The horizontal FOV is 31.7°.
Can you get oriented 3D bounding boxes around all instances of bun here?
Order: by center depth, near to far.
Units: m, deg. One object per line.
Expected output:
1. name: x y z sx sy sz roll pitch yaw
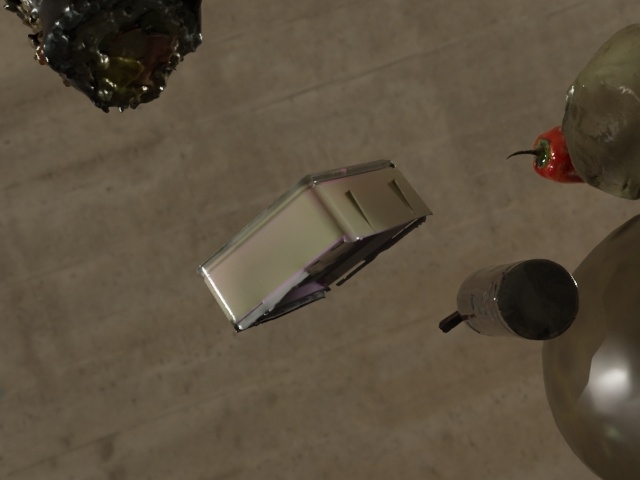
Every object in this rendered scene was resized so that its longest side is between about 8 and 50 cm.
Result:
1. bun: 0.289 -0.124 1.069 0.113 0.173 0.166 15 21 8

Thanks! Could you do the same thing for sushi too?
1. sushi: -0.293 -0.309 1.502 0.225 0.238 0.219 -30 42 -17

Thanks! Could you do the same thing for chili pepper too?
1. chili pepper: 0.361 -0.128 1.689 0.192 0.086 0.084 -3 -11 -22

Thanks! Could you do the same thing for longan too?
1. longan: 0.461 0.147 1.467 0.336 0.404 0.404 13 8 13

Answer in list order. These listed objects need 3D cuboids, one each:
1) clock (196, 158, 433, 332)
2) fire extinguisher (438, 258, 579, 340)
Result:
1. clock: 0.000 0.000 1.001 0.147 0.071 0.192 -39 -9 26
2. fire extinguisher: 0.169 0.063 1.085 0.089 0.072 0.268 -37 -1 -5
